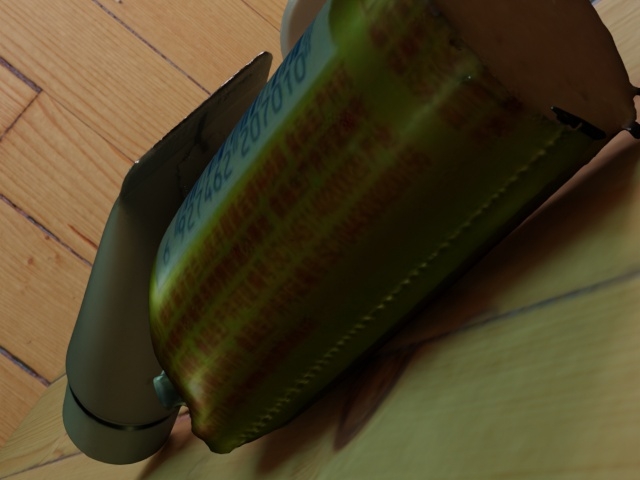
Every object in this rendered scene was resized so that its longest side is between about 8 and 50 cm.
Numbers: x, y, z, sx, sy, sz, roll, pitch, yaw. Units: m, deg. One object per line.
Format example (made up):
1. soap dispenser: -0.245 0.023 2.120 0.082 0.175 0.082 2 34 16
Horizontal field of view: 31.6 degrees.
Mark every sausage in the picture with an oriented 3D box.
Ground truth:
1. sausage: 0.001 0.002 0.505 0.117 0.125 0.317 -14 -26 -45

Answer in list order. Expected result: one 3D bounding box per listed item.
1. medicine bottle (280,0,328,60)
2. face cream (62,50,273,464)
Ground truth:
1. medicine bottle: 0.038 -0.196 0.995 0.133 0.133 0.249 -48 10 18
2. face cream: -0.101 0.031 0.705 0.143 0.089 0.314 -47 -12 -44
